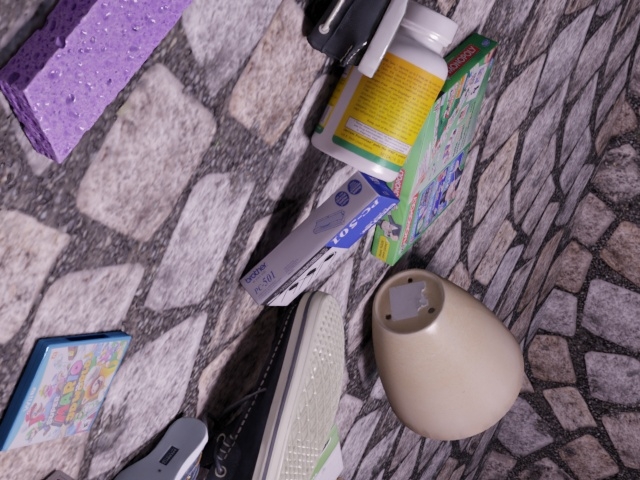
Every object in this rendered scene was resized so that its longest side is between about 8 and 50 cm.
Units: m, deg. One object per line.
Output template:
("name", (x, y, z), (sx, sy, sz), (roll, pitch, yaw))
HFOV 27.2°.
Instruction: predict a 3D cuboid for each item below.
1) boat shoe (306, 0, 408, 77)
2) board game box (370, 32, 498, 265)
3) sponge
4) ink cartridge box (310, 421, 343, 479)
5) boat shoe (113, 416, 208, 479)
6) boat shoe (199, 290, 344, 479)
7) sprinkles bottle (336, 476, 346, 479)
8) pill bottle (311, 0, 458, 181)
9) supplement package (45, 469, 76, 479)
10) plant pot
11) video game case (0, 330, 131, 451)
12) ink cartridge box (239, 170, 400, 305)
("boat shoe", (0.083, -0.331, 1.446), (0.114, 0.091, 0.302), (-84, -160, -87))
("board game box", (0.173, -0.138, 2.028), (0.213, 0.046, 0.317), (-43, 154, -42))
("sponge", (-0.176, -0.174, 1.089), (0.210, 0.031, 0.117), (-56, 161, -19))
("ink cartridge box", (-0.019, 0.374, 2.225), (0.109, 0.062, 0.209), (-53, 159, -23))
("boat shoe", (-0.201, 0.305, 1.647), (0.183, 0.065, 0.083), (-44, 153, -44))
("boat shoe", (-0.096, 0.298, 1.795), (0.187, 0.156, 0.500), (36, 71, -66))
("sprinkles bottle", (-0.036, 0.604, 2.419), (0.355, 0.121, 0.121), (-55, 160, -19))
("pill bottle", (0.083, -0.187, 1.612), (0.208, 0.118, 0.117), (-64, 161, 6))
("supplement package", (-0.306, 0.381, 1.375), (0.244, 0.134, 0.139), (-41, 153, -46))
("plant pot", (0.190, 0.170, 2.265), (0.256, 0.256, 0.274), (-56, 144, -16))
("video game case", (-0.261, 0.151, 1.353), (0.119, 0.015, 0.166), (-64, 161, 9))
("ink cartridge box", (0.000, 0.000, 1.664), (0.207, 0.046, 0.097), (-43, 165, 13))
